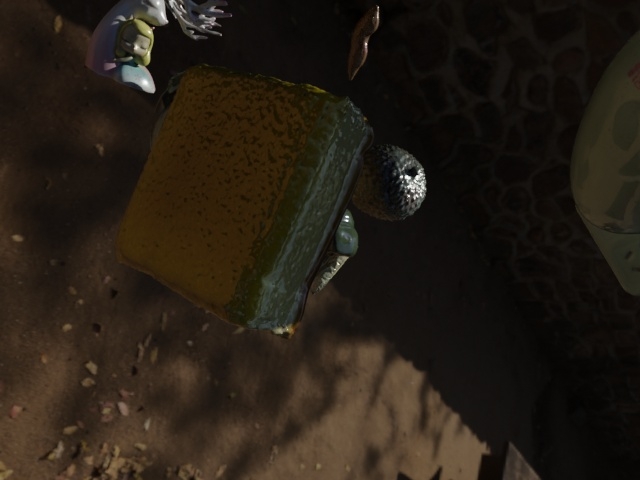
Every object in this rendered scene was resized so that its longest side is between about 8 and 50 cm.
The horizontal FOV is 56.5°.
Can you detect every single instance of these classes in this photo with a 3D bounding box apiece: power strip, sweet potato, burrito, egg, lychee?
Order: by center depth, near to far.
[{"bbox_3d":[0.474,-0.157,0.790,0.230,0.230,0.371,-47,164,-46],"label":"egg"},{"bbox_3d":[0.640,-0.052,1.080,0.141,0.261,0.230,-28,87,-45],"label":"power strip"},{"bbox_3d":[0.033,0.060,1.516,0.041,0.045,0.185,46,67,-16],"label":"burrito"},{"bbox_3d":[0.112,-0.558,1.679,0.051,0.065,0.218,-14,138,-41],"label":"sweet potato"},{"bbox_3d":[0.206,-0.179,1.891,0.255,0.274,0.255,24,57,-43],"label":"lychee"}]

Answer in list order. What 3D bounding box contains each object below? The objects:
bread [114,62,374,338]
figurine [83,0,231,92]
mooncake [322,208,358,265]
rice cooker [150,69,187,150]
[{"bbox_3d":[-0.119,-0.066,0.844,0.143,0.323,0.333,23,91,-53],"label":"bread"},{"bbox_3d":[-0.398,-0.527,1.492,0.284,0.206,0.316,21,108,-18],"label":"figurine"},{"bbox_3d":[0.000,0.000,1.253,0.104,0.175,0.169,17,90,-42],"label":"mooncake"},{"bbox_3d":[-0.275,-0.258,1.450,0.288,0.288,0.277,61,1,-31],"label":"rice cooker"}]
